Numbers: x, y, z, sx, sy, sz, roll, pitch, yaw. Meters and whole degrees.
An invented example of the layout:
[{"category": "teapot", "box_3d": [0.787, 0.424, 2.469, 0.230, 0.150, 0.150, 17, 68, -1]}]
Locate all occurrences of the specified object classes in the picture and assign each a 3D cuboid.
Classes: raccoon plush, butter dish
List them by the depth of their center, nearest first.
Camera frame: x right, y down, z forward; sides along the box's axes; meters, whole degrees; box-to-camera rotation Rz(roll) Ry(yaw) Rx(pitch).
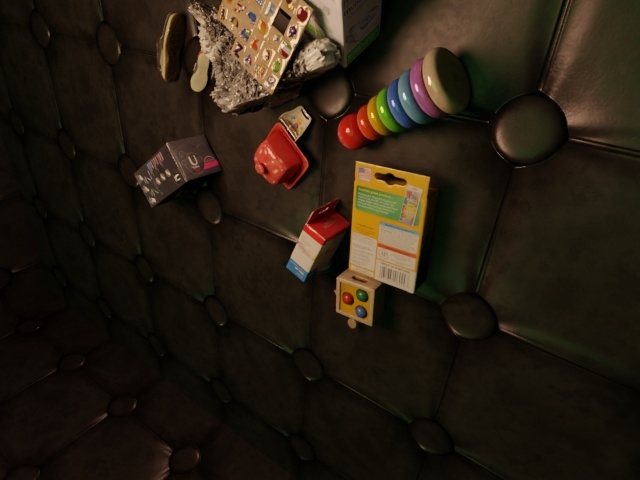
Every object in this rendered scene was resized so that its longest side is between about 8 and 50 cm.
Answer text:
[{"category": "raccoon plush", "box_3d": [-0.136, -0.509, 1.063, 0.445, 0.216, 0.300, -8, 102, 38]}, {"category": "butter dish", "box_3d": [-0.138, -0.228, 1.244, 0.160, 0.118, 0.160, 55, 145, 3]}]

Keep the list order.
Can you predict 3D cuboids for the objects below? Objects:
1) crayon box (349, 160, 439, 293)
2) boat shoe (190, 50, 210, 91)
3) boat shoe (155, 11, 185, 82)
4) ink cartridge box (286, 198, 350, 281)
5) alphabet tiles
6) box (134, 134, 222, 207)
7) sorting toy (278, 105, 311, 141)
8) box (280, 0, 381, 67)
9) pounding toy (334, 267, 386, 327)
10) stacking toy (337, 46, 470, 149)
[{"category": "crayon box", "box_3d": [0.188, -0.044, 1.120, 0.202, 0.083, 0.323, 19, 123, 30]}, {"category": "boat shoe", "box_3d": [-0.374, -0.533, 1.339, 0.137, 0.049, 0.043, 122, 149, -43]}, {"category": "boat shoe", "box_3d": [-0.487, -0.618, 1.357, 0.073, 0.080, 0.224, 37, 134, 11]}, {"category": "ink cartridge box", "box_3d": [0.000, 0.000, 1.253, 0.078, 0.134, 0.231, 40, 131, 16]}, {"category": "alphabet tiles", "box_3d": [-0.137, -0.476, 0.934, 0.237, 0.009, 0.198, 48, 127, 15]}, {"category": "box", "box_3d": [-0.504, -0.240, 1.503, 0.270, 0.165, 0.144, -22, 98, 43]}, {"category": "sorting toy", "box_3d": [-0.062, -0.334, 1.198, 0.075, 0.044, 0.083, -37, 86, 35]}, {"category": "box", "box_3d": [-0.005, -0.544, 0.903, 0.262, 0.127, 0.231, 45, 176, 12]}, {"category": "pounding toy", "box_3d": [0.096, 0.195, 1.304, 0.180, 0.094, 0.206, 17, 121, 31]}, {"category": "stacking toy", "box_3d": [0.169, -0.298, 0.989, 0.330, 0.141, 0.141, -18, 100, 49]}]
